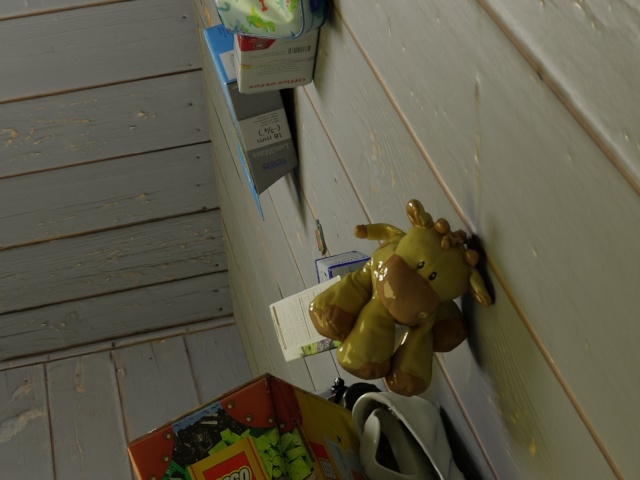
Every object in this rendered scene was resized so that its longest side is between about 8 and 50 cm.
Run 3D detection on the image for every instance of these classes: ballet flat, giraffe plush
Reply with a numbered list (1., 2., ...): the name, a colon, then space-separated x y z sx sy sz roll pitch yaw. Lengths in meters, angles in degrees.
1. ballet flat: 0.118 0.316 1.478 0.400 0.139 0.139 -113 15 -59
2. giraffe plush: 0.107 0.050 1.351 0.210 0.181 0.170 -68 9 -21

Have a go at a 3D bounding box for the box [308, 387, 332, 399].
1. box: -0.094 0.403 2.406 0.345 0.215 0.168 10 -111 -78

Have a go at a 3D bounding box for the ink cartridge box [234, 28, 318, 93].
1. ink cartridge box: -0.077 -0.322 2.025 0.175 0.128 0.072 102 157 -67

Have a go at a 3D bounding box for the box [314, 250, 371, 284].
1. box: 0.045 0.089 1.938 0.137 0.072 0.126 -158 57 -79

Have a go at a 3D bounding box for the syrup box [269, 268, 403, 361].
1. syrup box: 0.025 0.105 1.769 0.237 0.093 0.096 -28 78 60

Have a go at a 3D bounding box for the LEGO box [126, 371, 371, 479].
1. LEGO box: -0.001 0.397 1.528 0.372 0.193 0.500 65 -173 19

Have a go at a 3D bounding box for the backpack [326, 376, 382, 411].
1. backpack: 0.049 0.315 2.016 0.182 0.115 0.151 137 138 -64

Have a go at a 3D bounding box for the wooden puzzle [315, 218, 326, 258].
1. wooden puzzle: 0.000 0.000 2.316 0.049 0.006 0.083 111 147 -73

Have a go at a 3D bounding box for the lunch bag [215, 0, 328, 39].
1. lunch bag: -0.077 -0.412 1.836 0.176 0.090 0.219 10 121 33

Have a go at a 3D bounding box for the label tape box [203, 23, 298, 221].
1. label tape box: -0.128 -0.245 2.473 0.240 0.106 0.333 -112 6 -51
